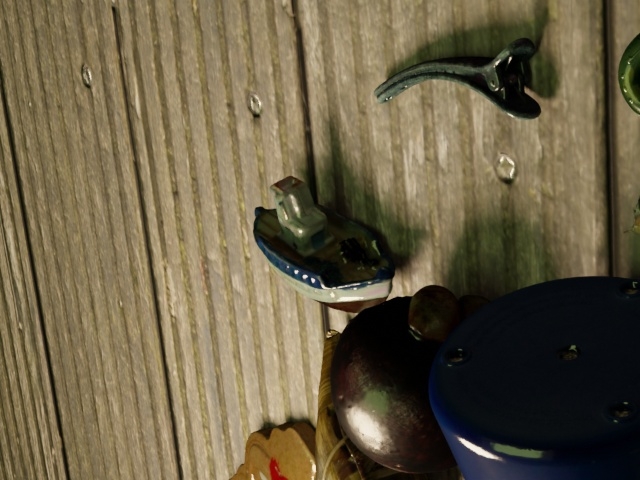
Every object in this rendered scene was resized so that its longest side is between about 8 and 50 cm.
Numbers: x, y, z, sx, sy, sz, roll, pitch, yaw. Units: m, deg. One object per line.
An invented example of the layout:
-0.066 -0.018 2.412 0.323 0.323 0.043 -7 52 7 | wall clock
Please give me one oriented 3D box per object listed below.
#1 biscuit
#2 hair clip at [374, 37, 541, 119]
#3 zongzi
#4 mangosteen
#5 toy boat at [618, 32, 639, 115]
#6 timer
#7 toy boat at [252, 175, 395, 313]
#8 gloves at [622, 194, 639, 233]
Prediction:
-0.068 0.373 2.082 0.319 0.047 0.183 -26 80 59 | biscuit
0.141 -0.176 1.511 0.275 0.048 0.083 11 116 60 | hair clip
0.039 0.298 1.823 0.286 0.134 0.288 105 149 -47 | zongzi
0.131 0.143 1.547 0.250 0.211 0.211 -35 73 26 | mangosteen
0.340 -0.158 1.200 0.210 0.052 0.104 -16 94 57 | toy boat
0.271 0.258 1.360 0.270 0.270 0.384 25 138 49 | timer
0.000 0.000 1.722 0.262 0.114 0.115 36 145 37 | toy boat
0.342 -0.042 1.239 0.114 0.070 0.153 57 145 34 | gloves
